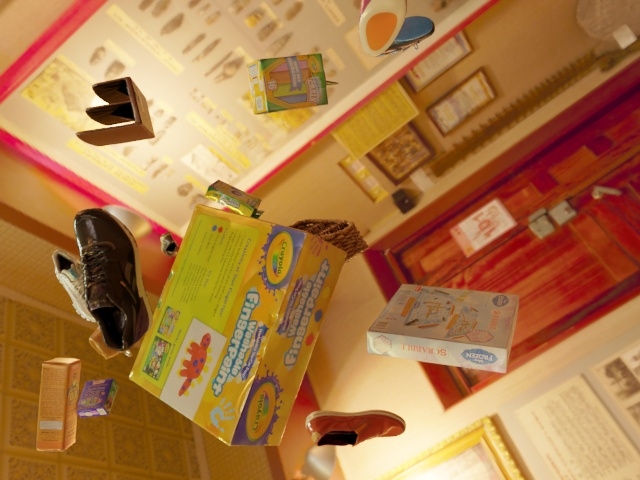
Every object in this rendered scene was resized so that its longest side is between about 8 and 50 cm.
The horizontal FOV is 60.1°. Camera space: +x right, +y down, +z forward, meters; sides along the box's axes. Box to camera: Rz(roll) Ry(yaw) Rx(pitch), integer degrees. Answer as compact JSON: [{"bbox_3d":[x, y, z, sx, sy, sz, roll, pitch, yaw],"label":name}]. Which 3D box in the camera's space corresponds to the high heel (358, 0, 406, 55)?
[{"bbox_3d":[0.102,-0.451,0.957,0.244,0.082,0.117,88,176,-51],"label":"high heel"}]

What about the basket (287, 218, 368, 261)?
[{"bbox_3d":[0.000,0.000,1.816,0.222,0.214,0.299,57,-148,5],"label":"basket"}]

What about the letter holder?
[{"bbox_3d":[-0.688,-0.411,1.819,0.302,0.215,0.151,-164,62,-81],"label":"letter holder"}]

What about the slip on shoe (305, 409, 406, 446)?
[{"bbox_3d":[0.118,0.607,1.757,0.332,0.122,0.101,6,-145,-16],"label":"slip on shoe"}]

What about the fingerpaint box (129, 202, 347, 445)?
[{"bbox_3d":[-0.190,0.174,1.247,0.371,0.444,0.163,14,172,39],"label":"fingerpaint box"}]

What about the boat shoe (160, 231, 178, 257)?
[{"bbox_3d":[-0.537,0.027,1.970,0.049,0.056,0.152,54,162,21],"label":"boat shoe"}]

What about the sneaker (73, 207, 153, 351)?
[{"bbox_3d":[-0.405,0.076,1.064,0.124,0.107,0.283,-89,-19,-77],"label":"sneaker"}]

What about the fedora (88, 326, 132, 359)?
[{"bbox_3d":[-0.734,0.352,1.899,0.194,0.079,0.194,34,152,21],"label":"fedora"}]

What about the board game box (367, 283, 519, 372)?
[{"bbox_3d":[0.318,0.206,1.386,0.319,0.318,0.065,-36,-54,-60],"label":"board game box"}]

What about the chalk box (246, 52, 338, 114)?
[{"bbox_3d":[-0.063,-0.402,1.415,0.132,0.213,0.131,-157,56,-66],"label":"chalk box"}]

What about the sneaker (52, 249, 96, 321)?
[{"bbox_3d":[-0.513,0.094,1.171,0.191,0.071,0.082,43,155,16],"label":"sneaker"}]

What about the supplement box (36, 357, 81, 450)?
[{"bbox_3d":[-0.704,0.438,1.489,0.078,0.080,0.233,101,170,-88],"label":"supplement box"}]

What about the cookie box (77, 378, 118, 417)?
[{"bbox_3d":[-0.673,0.474,1.667,0.107,0.092,0.040,-90,-9,-51],"label":"cookie box"}]

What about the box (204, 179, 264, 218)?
[{"bbox_3d":[-0.260,-0.126,1.725,0.179,0.043,0.105,27,-160,-3],"label":"box"}]

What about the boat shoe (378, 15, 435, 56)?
[{"bbox_3d":[0.282,-0.711,1.929,0.089,0.259,0.108,21,-107,-53],"label":"boat shoe"}]
